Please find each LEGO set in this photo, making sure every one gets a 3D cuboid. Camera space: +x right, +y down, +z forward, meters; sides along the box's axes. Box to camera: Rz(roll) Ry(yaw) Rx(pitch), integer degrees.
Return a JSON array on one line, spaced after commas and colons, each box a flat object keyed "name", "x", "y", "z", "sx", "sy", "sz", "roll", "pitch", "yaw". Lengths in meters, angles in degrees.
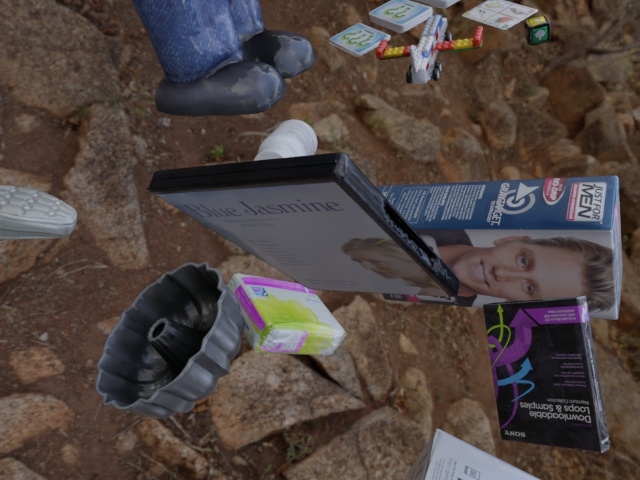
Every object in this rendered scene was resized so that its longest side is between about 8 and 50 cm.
[{"name": "LEGO set", "x": 0.134, "y": -0.255, "z": 0.611, "sx": 0.244, "sy": 0.182, "sz": 0.060, "roll": 49, "pitch": -13, "yaw": 46}]

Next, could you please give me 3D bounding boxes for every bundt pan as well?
[{"name": "bundt pan", "x": -0.285, "y": 0.209, "z": 1.084, "sx": 0.124, "sy": 0.331, "sz": 0.330, "roll": 48, "pitch": 35, "yaw": -36}]

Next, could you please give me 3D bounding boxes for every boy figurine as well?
[{"name": "boy figurine", "x": -0.073, "y": -0.214, "z": 0.260, "sx": 0.177, "sy": 0.092, "sz": 0.285, "roll": -57, "pitch": 146, "yaw": -47}]

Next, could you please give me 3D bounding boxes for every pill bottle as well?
[{"name": "pill bottle", "x": -0.097, "y": -0.232, "z": 1.448, "sx": 0.131, "sy": 0.131, "sz": 0.229, "roll": 64, "pitch": 25, "yaw": -21}]

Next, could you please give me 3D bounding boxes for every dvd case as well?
[{"name": "dvd case", "x": 0.000, "y": 0.000, "z": 0.480, "sx": 0.253, "sy": 0.180, "sz": 0.022, "roll": 38, "pitch": 59, "yaw": -51}]

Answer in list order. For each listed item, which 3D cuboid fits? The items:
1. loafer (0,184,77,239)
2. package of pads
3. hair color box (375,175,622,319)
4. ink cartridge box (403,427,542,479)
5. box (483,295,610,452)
[{"name": "loafer", "x": -0.608, "y": -0.038, "z": 0.965, "sx": 0.112, "sy": 0.320, "sz": 0.111, "roll": -98, "pitch": -161, "yaw": -58}, {"name": "package of pads", "x": -0.094, "y": 0.208, "z": 1.477, "sx": 0.297, "sy": 0.101, "sz": 0.229, "roll": 13, "pitch": 26, "yaw": -44}, {"name": "hair color box", "x": 0.239, "y": 0.010, "z": 0.785, "sx": 0.174, "sy": 0.347, "sz": 0.105, "roll": 62, "pitch": 42, "yaw": -37}, {"name": "ink cartridge box", "x": 0.220, "y": 0.449, "z": 0.741, "sx": 0.130, "sy": 0.272, "sz": 0.309, "roll": -54, "pitch": 163, "yaw": -51}, {"name": "box", "x": 0.250, "y": 0.148, "z": 0.607, "sx": 0.029, "sy": 0.116, "sz": 0.162, "roll": -2, "pitch": 82, "yaw": -42}]
